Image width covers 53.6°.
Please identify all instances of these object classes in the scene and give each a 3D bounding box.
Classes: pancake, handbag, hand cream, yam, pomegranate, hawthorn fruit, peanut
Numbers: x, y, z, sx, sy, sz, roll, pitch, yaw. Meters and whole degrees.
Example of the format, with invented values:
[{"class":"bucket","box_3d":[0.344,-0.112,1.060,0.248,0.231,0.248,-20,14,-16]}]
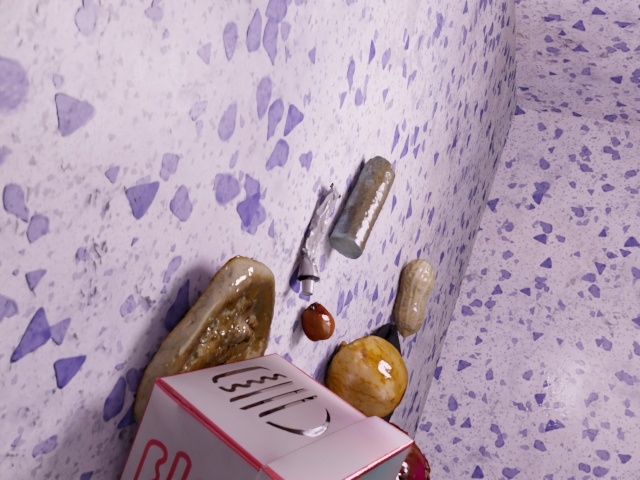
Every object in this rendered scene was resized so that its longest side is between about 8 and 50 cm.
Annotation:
[{"class":"pancake","box_3d":[-0.172,0.193,1.077,0.356,0.065,0.356,-54,157,-37]},{"class":"handbag","box_3d":[0.193,0.438,2.051,0.288,0.152,0.342,-56,155,-64]},{"class":"hand cream","box_3d":[-0.004,0.000,1.397,0.084,0.050,0.257,52,49,-66]},{"class":"yam","box_3d":[0.108,-0.086,1.554,0.259,0.093,0.093,-64,156,-25]},{"class":"pomegranate","box_3d":[0.123,0.373,1.727,0.248,0.248,0.248,-48,146,-49]},{"class":"hawthorn fruit","box_3d":[-0.007,0.184,1.470,0.081,0.081,0.093,-42,128,-54]},{"class":"peanut","box_3d":[0.329,0.205,2.246,0.136,0.120,0.299,-13,118,-60]}]

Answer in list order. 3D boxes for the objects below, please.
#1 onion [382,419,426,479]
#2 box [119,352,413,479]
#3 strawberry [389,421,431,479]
[{"class":"onion","box_3d":[0.151,0.717,1.820,0.348,0.347,0.385,-55,134,-40]},{"class":"box","box_3d":[-0.097,0.385,0.964,0.314,0.300,0.312,3,113,-57]},{"class":"strawberry","box_3d":[0.208,0.779,2.132,0.351,0.267,0.312,113,-29,-48]}]
